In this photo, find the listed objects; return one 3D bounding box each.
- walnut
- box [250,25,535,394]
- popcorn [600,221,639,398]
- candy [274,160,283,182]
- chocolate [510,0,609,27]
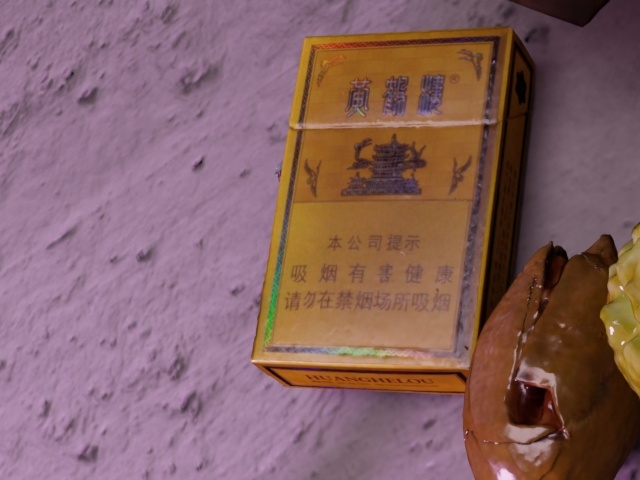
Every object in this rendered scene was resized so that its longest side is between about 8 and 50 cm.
[{"bbox_3d":[0.181,0.107,1.337,0.137,0.137,0.245,5,62,37],"label":"walnut"},{"bbox_3d":[0.065,-0.026,1.481,0.193,0.084,0.301,0,69,22],"label":"box"},{"bbox_3d":[0.306,0.040,1.227,0.221,0.183,0.204,-20,49,10],"label":"popcorn"},{"bbox_3d":[0.000,0.000,1.571,0.045,0.043,0.175,-29,60,21],"label":"candy"},{"bbox_3d":[0.259,-0.324,1.375,0.314,0.297,0.326,28,105,48],"label":"chocolate"}]
